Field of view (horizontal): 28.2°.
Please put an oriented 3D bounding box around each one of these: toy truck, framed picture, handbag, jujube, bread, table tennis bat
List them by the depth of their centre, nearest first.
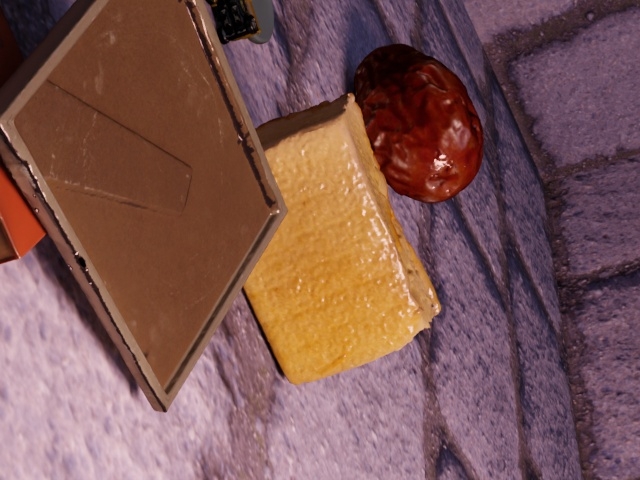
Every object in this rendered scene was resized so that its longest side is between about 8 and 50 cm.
[{"bbox_3d":[-0.251,-0.089,0.931,0.127,0.062,0.190,-64,137,-64],"label":"handbag"},{"bbox_3d":[-0.130,-0.055,1.033,0.247,0.022,0.335,-60,145,-34],"label":"framed picture"},{"bbox_3d":[0.000,0.000,1.381,0.114,0.184,0.275,-75,143,-68],"label":"bread"},{"bbox_3d":[-0.105,-0.284,1.543,0.054,0.049,0.083,-31,104,-72],"label":"toy truck"},{"bbox_3d":[-0.100,-0.373,1.661,0.153,0.040,0.244,31,48,-65],"label":"table tennis bat"},{"bbox_3d":[0.144,-0.183,1.965,0.197,0.197,0.290,51,13,-48],"label":"jujube"}]
